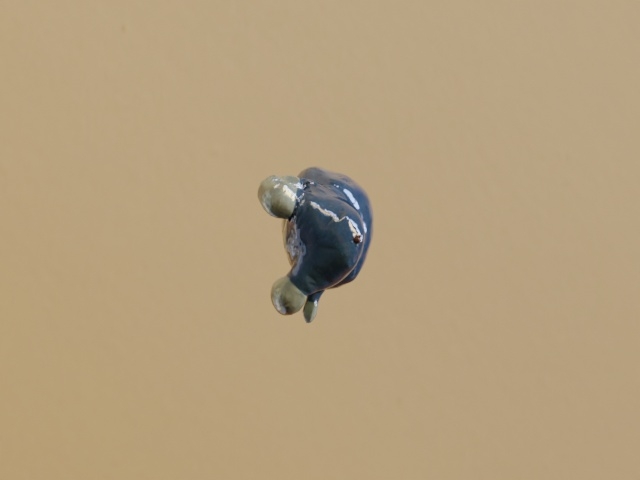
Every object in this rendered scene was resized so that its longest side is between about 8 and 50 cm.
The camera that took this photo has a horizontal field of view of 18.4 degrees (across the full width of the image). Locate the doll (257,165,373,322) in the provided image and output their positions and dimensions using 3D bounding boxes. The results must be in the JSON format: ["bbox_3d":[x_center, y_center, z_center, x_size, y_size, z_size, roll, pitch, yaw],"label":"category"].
[{"bbox_3d":[0.000,0.000,0.978,0.050,0.083,0.076,0,-79,8],"label":"doll"}]
